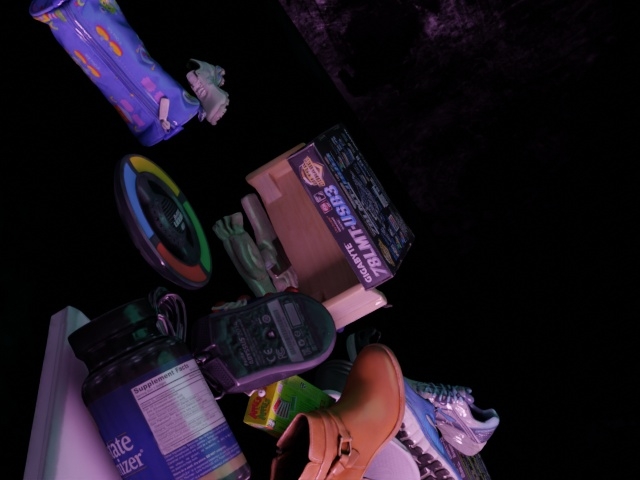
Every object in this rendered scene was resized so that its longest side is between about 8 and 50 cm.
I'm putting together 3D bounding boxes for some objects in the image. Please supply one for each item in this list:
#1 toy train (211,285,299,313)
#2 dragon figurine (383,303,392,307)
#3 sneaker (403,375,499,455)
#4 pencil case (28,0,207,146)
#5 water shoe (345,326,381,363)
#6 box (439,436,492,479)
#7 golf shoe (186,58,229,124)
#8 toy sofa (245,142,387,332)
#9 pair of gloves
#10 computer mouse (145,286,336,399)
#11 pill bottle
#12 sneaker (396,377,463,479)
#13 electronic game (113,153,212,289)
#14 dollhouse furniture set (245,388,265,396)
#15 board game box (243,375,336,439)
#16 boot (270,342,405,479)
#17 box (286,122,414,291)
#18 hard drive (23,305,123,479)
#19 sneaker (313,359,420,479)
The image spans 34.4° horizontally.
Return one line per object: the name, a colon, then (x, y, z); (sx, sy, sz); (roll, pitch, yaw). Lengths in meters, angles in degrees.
toy train: (-0.105, 0.157, 1.592); (0.248, 0.105, 0.144); (-12, 90, -70)
dragon figurine: (0.060, 0.033, 2.365); (0.144, 0.085, 0.289); (37, 27, -57)
sneaker: (0.273, 0.355, 2.298); (0.283, 0.122, 0.110); (32, 27, -14)
pencil case: (-0.315, -0.280, 1.615); (0.306, 0.119, 0.133); (52, 1, -28)
water shoe: (0.115, 0.269, 2.118); (0.073, 0.080, 0.203); (35, 29, -59)
box: (0.356, 0.586, 2.382); (0.216, 0.060, 0.270); (30, 33, -62)
golf shoe: (-0.235, -0.300, 2.077); (0.086, 0.069, 0.176); (26, 30, -32)
toy sofa: (0.000, 0.000, 2.099); (0.177, 0.150, 0.363); (31, 33, -60)
pair of gloves: (-0.113, 0.027, 1.883); (0.204, 0.042, 0.240); (62, 16, -10)
computer mouse: (-0.108, 0.143, 1.441); (0.272, 0.072, 0.189); (-8, 65, -29)
pill bottle: (-0.173, 0.177, 1.078); (0.219, 0.122, 0.123); (61, 15, 5)
sneaker: (0.198, 0.385, 2.026); (0.330, 0.129, 0.147); (59, 36, -8)
electronic game: (-0.235, -0.029, 1.561); (0.229, 0.048, 0.229); (55, 15, -23)
dollhouse furniture set: (-0.095, 0.165, 1.488); (0.081, 0.114, 0.091); (22, -19, 47)
board game box: (-0.044, 0.260, 1.590); (0.181, 0.043, 0.092); (41, 59, -53)
boot: (0.020, 0.277, 1.576); (0.220, 0.109, 0.284); (29, 76, -52)
box: (0.066, -0.075, 2.029); (0.296, 0.073, 0.293); (58, 19, -6)
hard drive: (-0.228, 0.236, 1.106); (0.203, 0.040, 0.308); (51, 17, -33)
sneaker: (0.087, 0.327, 1.863); (0.296, 0.104, 0.147); (49, 23, -25)
